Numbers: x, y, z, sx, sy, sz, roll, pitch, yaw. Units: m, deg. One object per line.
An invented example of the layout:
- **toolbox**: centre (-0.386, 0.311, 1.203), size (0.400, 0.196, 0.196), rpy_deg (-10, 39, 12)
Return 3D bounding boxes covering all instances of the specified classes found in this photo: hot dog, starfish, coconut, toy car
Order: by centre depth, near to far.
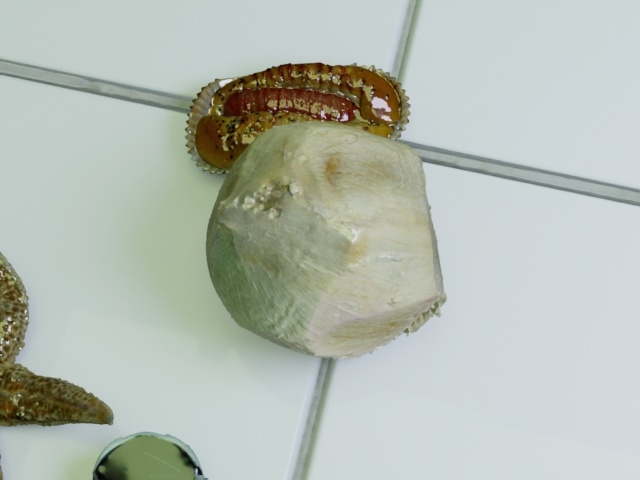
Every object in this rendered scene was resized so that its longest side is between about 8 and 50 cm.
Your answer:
- **toy car**: centre (-0.126, 0.246, 1.024), size (0.095, 0.056, 0.205), rpy_deg (-5, 71, 0)
- **coconut**: centre (-0.001, -0.003, 1.046), size (0.194, 0.194, 0.194), rpy_deg (0, 69, 1)
- **starfish**: centre (-0.290, 0.117, 1.076), size (0.277, 0.062, 0.236), rpy_deg (24, 73, 13)
- **hot dog**: centre (-0.019, -0.103, 1.156), size (0.192, 0.053, 0.099), rpy_deg (-4, 73, 2)
